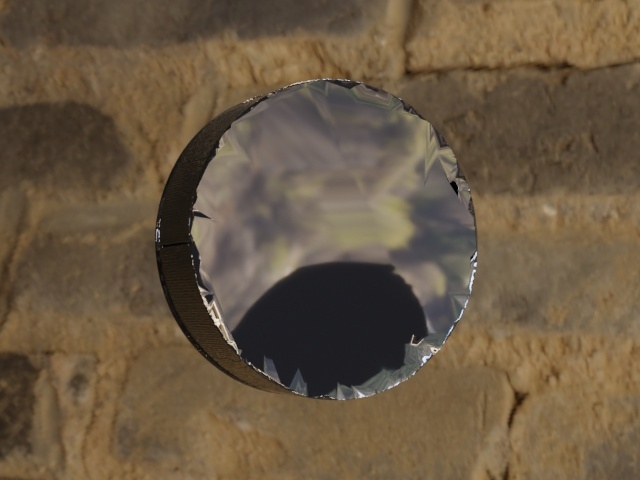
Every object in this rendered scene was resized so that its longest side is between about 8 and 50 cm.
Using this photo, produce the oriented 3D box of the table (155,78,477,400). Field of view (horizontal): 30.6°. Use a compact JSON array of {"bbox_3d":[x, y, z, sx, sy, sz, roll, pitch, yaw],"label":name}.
[{"bbox_3d":[0.000,0.000,0.495,0.133,0.133,0.043,-52,-162,-19],"label":"table"}]
